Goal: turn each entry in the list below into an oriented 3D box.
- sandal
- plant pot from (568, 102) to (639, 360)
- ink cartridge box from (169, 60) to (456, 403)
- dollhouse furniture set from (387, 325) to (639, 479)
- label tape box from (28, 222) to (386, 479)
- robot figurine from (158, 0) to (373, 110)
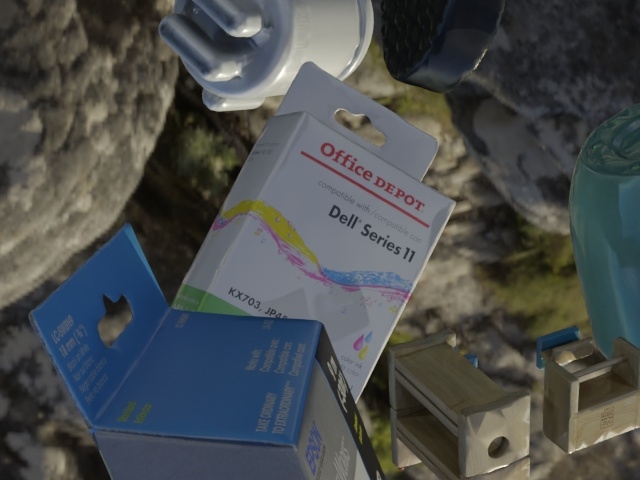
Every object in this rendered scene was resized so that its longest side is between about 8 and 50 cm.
[{"bbox_3d":[0.117,-0.310,1.003,0.107,0.446,0.167,11,159,-19],"label":"sandal"},{"bbox_3d":[0.412,-0.025,1.493,0.293,0.293,0.235,-21,115,11],"label":"plant pot"},{"bbox_3d":[0.000,0.000,1.427,0.207,0.119,0.353,29,83,-19],"label":"ink cartridge box"},{"bbox_3d":[0.172,0.152,1.173,0.183,0.129,0.129,-15,119,-23],"label":"dollhouse furniture set"},{"bbox_3d":[-0.032,0.147,0.802,0.105,0.240,0.334,-20,100,8],"label":"label tape box"},{"bbox_3d":[-0.061,-0.298,1.813,0.353,0.200,0.300,-17,150,-54],"label":"robot figurine"}]
